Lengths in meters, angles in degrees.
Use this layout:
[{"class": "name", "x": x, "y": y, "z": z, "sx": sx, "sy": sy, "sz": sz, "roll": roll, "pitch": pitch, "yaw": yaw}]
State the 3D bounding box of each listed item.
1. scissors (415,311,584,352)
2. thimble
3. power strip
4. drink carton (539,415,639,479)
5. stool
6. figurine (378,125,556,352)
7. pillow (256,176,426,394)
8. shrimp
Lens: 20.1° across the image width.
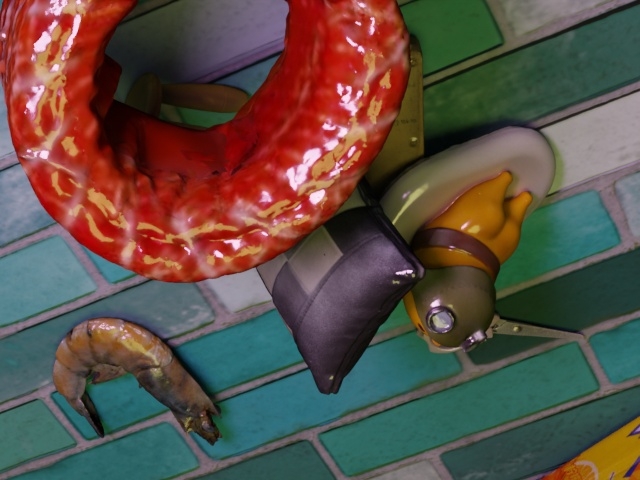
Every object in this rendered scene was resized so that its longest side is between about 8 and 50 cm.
[{"class": "scissors", "x": 0.202, "y": 0.095, "z": 1.993, "sx": 0.189, "sy": 0.015, "sz": 0.100, "roll": 7, "pitch": 131, "yaw": -12}, {"class": "thimble", "x": -0.111, "y": -0.159, "z": 1.543, "sx": 0.350, "sy": 0.230, "sz": 0.350, "roll": -4, "pitch": 110, "yaw": -11}, {"class": "power strip", "x": 0.072, "y": -0.083, "z": 1.812, "sx": 0.064, "sy": 0.044, "sz": 0.305, "roll": -5, "pitch": 129, "yaw": -1}, {"class": "drink carton", "x": 0.388, "y": 0.294, "z": 2.082, "sx": 0.351, "sy": 0.155, "sz": 0.111, "roll": -36, "pitch": 124, "yaw": 24}, {"class": "stool", "x": -0.135, "y": -0.094, "z": 1.743, "sx": 0.110, "sy": 0.134, "sz": 0.135, "roll": 15, "pitch": 173, "yaw": -22}, {"class": "figurine", "x": 0.152, "y": 0.010, "z": 1.791, "sx": 0.250, "sy": 0.141, "sz": 0.166, "roll": -43, "pitch": 131, "yaw": 10}, {"class": "pillow", "x": 0.000, "y": 0.000, "z": 1.761, "sx": 0.106, "sy": 0.250, "sz": 0.186, "roll": 0, "pitch": 138, "yaw": -39}, {"class": "shrimp", "x": -0.207, "y": 0.169, "z": 2.008, "sx": 0.150, "sy": 0.051, "sz": 0.217, "roll": -31, "pitch": 118, "yaw": 25}]
